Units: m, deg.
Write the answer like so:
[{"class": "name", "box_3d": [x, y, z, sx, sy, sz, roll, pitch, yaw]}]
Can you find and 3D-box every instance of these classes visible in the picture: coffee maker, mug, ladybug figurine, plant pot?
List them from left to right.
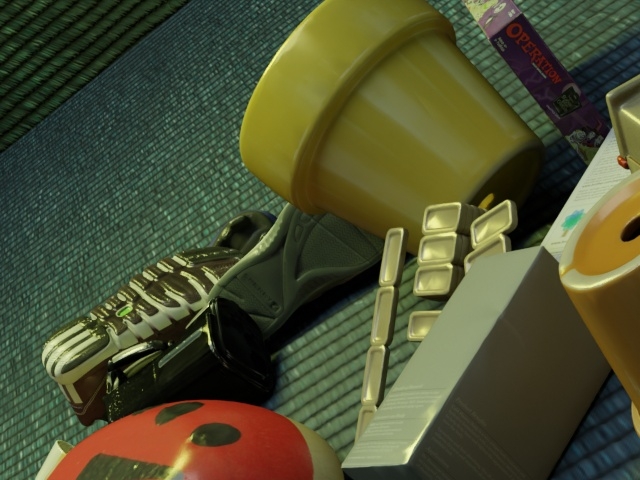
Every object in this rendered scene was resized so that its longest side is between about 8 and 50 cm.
[{"class": "mug", "box_3d": [-0.317, 0.291, 2.191, 0.064, 0.062, 0.078, -52, 12, 3]}, {"class": "ladybug figurine", "box_3d": [-0.149, 0.270, 1.726, 0.449, 0.162, 0.305, -15, 35, 55]}, {"class": "coffee maker", "box_3d": [-0.143, 0.175, 2.016, 0.178, 0.120, 0.171, -37, 60, 24]}, {"class": "plant pot", "box_3d": [0.086, -0.101, 1.819, 0.254, 0.239, 0.254, -42, -22, -21]}, {"class": "plant pot", "box_3d": [0.277, 0.048, 1.268, 0.205, 0.188, 0.205, -39, 20, 17]}]

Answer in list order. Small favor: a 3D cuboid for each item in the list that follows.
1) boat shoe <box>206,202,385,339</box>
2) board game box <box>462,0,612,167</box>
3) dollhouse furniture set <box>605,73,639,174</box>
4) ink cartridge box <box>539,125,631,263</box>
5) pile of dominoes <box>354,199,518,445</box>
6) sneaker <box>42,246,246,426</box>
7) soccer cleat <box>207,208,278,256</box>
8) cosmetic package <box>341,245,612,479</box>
[{"class": "boat shoe", "box_3d": [0.001, 0.003, 2.050, 0.320, 0.118, 0.103, -43, 0, 27]}, {"class": "board game box", "box_3d": [0.218, -0.190, 1.850, 0.056, 0.208, 0.347, -42, 20, 11]}, {"class": "dollhouse furniture set", "box_3d": [0.370, -0.112, 1.447, 0.259, 0.135, 0.262, -29, 31, -7]}, {"class": "ink cartridge box", "box_3d": [0.322, -0.070, 1.611, 0.186, 0.065, 0.311, -12, 41, 55]}, {"class": "pile of dominoes", "box_3d": [0.116, 0.090, 1.646, 0.196, 0.040, 0.251, -7, 72, 57]}, {"class": "sneaker", "box_3d": [-0.196, 0.130, 2.173, 0.281, 0.162, 0.106, -29, 38, -19]}, {"class": "soccer cleat", "box_3d": [-0.148, 0.080, 2.271, 0.289, 0.093, 0.121, -48, -12, 5]}, {"class": "cosmetic package", "box_3d": [0.139, 0.132, 1.477, 0.107, 0.127, 0.238, -15, 33, 54]}]
